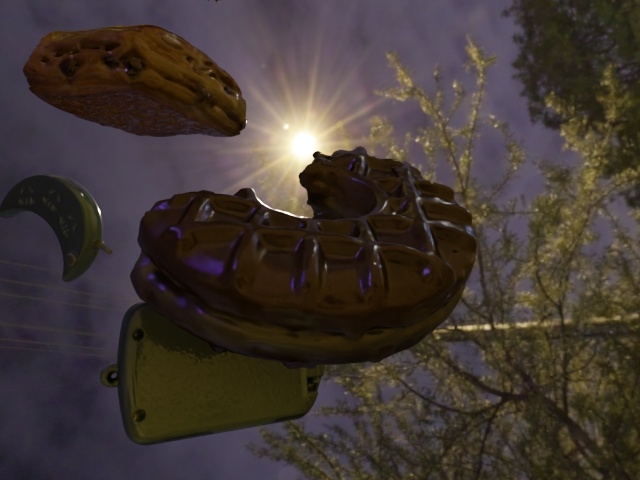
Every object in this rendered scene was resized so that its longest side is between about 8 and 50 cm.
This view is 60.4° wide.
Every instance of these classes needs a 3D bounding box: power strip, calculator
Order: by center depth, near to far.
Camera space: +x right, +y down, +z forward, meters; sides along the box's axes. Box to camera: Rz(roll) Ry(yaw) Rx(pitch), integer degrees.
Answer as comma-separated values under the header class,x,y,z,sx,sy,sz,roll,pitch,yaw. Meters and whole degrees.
class,x,y,z,sx,sy,sz,roll,pitch,yaw
calculator,-0.102,0.129,0.579,0.246,0.045,0.141,0,-99,-31
power strip,-0.425,-0.028,0.903,0.216,0.137,0.044,38,-171,13

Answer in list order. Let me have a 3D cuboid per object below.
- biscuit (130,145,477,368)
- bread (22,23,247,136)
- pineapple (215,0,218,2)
class,x,y,z,sx,sy,sz,roll,pitch,yaw
biscuit,0.019,0.004,0.567,0.366,0.268,0.115,-28,-43,-45
bread,-0.231,-0.205,0.724,0.235,0.210,0.099,12,-97,-64
pineapple,-0.183,-0.440,0.776,0.193,0.166,0.166,40,-132,14
